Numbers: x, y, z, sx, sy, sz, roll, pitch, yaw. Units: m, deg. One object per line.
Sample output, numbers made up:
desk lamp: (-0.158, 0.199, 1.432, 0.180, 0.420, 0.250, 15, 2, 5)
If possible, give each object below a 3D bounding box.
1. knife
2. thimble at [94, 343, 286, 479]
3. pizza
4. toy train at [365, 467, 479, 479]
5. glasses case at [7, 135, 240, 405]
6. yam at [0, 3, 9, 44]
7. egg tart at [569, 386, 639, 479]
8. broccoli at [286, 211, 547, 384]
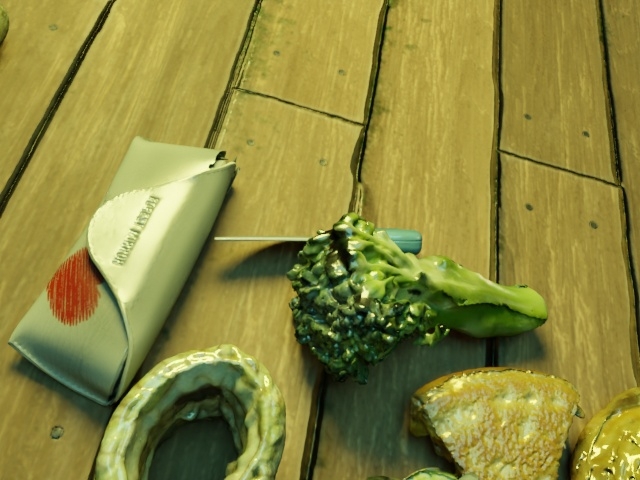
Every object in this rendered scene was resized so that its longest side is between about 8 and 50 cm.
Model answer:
knife: (0.000, 0.000, 0.723, 0.244, 0.058, 0.032, 1, 98, -14)
thimble: (-0.115, 0.189, 0.527, 0.137, 0.143, 0.190, 39, 59, 9)
pizza: (0.183, 0.228, 0.634, 0.188, 0.062, 0.199, 1, 67, -8)
toy train: (0.051, 0.301, 0.516, 0.260, 0.134, 0.177, -22, 76, -24)
glasses case: (-0.191, 0.002, 0.651, 0.128, 0.083, 0.308, 21, 57, -2)
yam: (-0.427, -0.183, 0.694, 0.093, 0.093, 0.259, 15, 58, -6)
egg tart: (0.420, 0.288, 0.621, 0.341, 0.129, 0.341, 7, 61, -12)
broccoli: (0.117, 0.070, 0.681, 0.304, 0.145, 0.165, 4, 49, -24)
